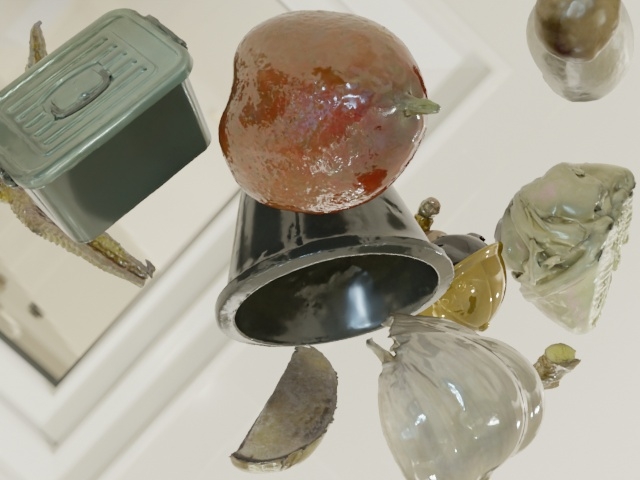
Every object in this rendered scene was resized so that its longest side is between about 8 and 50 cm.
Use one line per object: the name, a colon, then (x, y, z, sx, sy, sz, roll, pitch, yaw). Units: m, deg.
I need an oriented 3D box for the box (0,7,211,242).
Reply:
box: (-0.241, -0.119, 1.315, 0.243, 0.163, 0.135, -41, 141, -16)

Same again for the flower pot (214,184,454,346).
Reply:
flower pot: (0.000, 0.000, 1.347, 0.268, 0.166, 0.269, -12, 155, -6)

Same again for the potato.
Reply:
potato: (-0.042, 0.295, 1.899, 0.261, 0.120, 0.100, -56, 162, -45)

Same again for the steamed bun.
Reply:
steamed bun: (0.402, 0.003, 2.053, 0.268, 0.207, 0.280, -58, 154, -29)

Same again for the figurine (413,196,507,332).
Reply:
figurine: (0.160, 0.040, 1.785, 0.192, 0.167, 0.257, -40, -132, -13)

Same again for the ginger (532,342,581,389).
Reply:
ginger: (0.303, 0.171, 1.612, 0.057, 0.044, 0.137, -9, 157, -30)

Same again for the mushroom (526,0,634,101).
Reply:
mushroom: (0.304, -0.238, 1.407, 0.128, 0.128, 0.350, -46, 169, 9)

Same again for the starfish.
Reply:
starfish: (-0.415, -0.124, 1.569, 0.132, 0.383, 0.398, -46, -142, 34)

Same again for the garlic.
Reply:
garlic: (0.138, 0.150, 1.167, 0.142, 0.178, 0.229, -17, -167, 22)

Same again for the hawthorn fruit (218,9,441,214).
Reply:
hawthorn fruit: (0.019, -0.118, 1.131, 0.251, 0.199, 0.199, 7, -129, 52)
